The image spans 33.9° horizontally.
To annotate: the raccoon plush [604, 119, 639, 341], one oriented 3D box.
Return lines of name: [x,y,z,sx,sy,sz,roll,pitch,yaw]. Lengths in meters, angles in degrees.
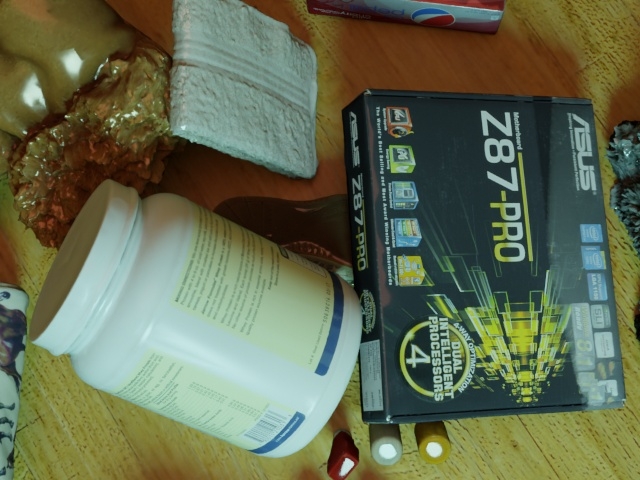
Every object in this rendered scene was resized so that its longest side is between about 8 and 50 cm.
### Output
raccoon plush: [0.491,-0.023,1.228,0.216,0.299,0.447,-9,80,0]

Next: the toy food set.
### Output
toy food set: [0.055,0.296,1.306,0.111,0.104,0.232,34,101,-7]

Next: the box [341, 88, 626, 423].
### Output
box: [0.197,0.019,1.291,0.318,0.097,0.395,1,80,-20]

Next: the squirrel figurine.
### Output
squirrel figurine: [-0.365,-0.135,1.293,0.397,0.281,0.370,39,90,10]

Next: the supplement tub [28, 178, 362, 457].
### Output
supplement tub: [-0.141,0.089,1.208,0.324,0.235,0.236,27,81,-21]

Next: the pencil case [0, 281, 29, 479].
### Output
pencil case: [-0.449,0.243,1.269,0.159,0.183,0.411,1,80,2]

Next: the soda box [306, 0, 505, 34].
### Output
soda box: [0.115,-0.343,1.402,0.263,0.083,0.092,8,80,3]

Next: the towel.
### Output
towel: [-0.085,-0.188,1.296,0.049,0.282,0.187,-6,78,32]

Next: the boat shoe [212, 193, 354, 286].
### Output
boat shoe: [0.000,0.000,1.354,0.285,0.089,0.105,8,65,0]
